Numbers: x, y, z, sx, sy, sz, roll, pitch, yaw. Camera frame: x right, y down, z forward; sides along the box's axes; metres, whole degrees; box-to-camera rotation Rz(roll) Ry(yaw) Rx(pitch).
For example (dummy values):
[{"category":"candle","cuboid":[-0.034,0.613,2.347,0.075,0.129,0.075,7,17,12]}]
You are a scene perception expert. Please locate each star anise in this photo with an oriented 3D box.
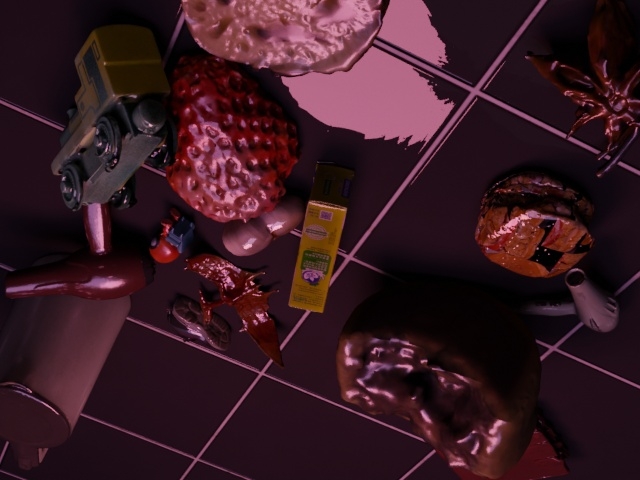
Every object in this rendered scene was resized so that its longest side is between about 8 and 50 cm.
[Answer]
[{"category":"star anise","cuboid":[0.454,-0.230,1.513,0.237,0.148,0.346,14,144,32]}]

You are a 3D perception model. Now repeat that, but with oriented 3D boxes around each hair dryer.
[{"category":"hair dryer","cuboid":[0.483,0.111,1.876,0.225,0.088,0.219,7,155,15]},{"category":"hair dryer","cuboid":[-0.506,-0.025,1.955,0.313,0.123,0.340,-4,120,-8]}]

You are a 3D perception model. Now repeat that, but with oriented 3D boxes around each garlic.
[{"category":"garlic","cuboid":[-0.109,-0.037,1.862,0.174,0.124,0.099,-31,111,13]}]

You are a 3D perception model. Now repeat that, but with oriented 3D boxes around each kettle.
[{"category":"kettle","cuboid":[-0.604,0.282,2.121,0.250,0.376,0.361,15,136,-2]}]

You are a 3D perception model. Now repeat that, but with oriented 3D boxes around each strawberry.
[{"category":"strawberry","cuboid":[-0.187,-0.172,1.719,0.265,0.149,0.336,-2,133,18]}]

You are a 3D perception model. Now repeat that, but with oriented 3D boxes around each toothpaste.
[{"category":"toothpaste","cuboid":[0.000,0.000,1.875,0.077,0.110,0.327,11,137,-1]}]

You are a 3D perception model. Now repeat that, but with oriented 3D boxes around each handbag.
[{"category":"handbag","cuboid":[0.437,0.501,2.302,0.276,0.084,0.260,-20,126,30]}]

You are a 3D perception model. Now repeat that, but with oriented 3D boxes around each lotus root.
[{"category":"lotus root","cuboid":[-0.075,-0.414,1.477,0.390,0.111,0.375,34,134,-25]}]

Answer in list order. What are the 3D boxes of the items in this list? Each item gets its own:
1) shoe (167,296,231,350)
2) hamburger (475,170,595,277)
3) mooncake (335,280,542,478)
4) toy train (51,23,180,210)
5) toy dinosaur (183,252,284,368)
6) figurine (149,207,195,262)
[{"category":"shoe","cuboid":[-0.290,0.205,2.191,0.169,0.071,0.099,39,134,-19]},{"category":"hamburger","cuboid":[0.396,-0.023,1.762,0.231,0.106,0.231,6,143,5]},{"category":"mooncake","cuboid":[0.242,0.285,1.902,0.393,0.394,0.246,-13,139,-8]},{"category":"toy train","cuboid":[-0.388,-0.198,1.709,0.150,0.237,0.369,-10,165,-37]},{"category":"toy dinosaur","cuboid":[-0.192,0.132,2.059,0.207,0.113,0.327,-1,131,8]},{"category":"figurine","cuboid":[-0.312,-0.001,1.987,0.075,0.068,0.140,34,140,-1]}]
